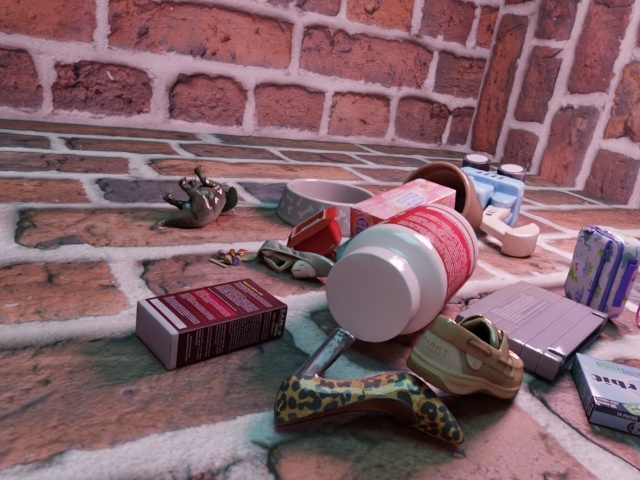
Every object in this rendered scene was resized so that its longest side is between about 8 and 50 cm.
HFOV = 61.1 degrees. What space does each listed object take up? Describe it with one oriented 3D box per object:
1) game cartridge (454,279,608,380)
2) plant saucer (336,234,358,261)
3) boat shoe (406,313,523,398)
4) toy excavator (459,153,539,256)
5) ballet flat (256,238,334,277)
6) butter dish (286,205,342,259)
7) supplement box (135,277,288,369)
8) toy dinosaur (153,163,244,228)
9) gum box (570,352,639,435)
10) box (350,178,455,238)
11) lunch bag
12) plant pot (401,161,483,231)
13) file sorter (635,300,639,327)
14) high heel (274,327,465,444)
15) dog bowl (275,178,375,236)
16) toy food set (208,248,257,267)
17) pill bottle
[{"bbox_3d":[0.471,0.185,1.208,0.230,0.068,0.355,20,21,38],"label":"game cartridge"},{"bbox_3d":[0.101,0.037,1.417,0.119,0.021,0.119,-16,47,17],"label":"plant saucer"},{"bbox_3d":[0.273,0.189,0.912,0.122,0.110,0.341,29,7,37],"label":"boat shoe"},{"bbox_3d":[0.617,-0.111,1.966,0.433,0.222,0.445,23,37,32],"label":"toy excavator"},{"bbox_3d":[-0.064,0.058,1.319,0.213,0.072,0.068,20,49,29],"label":"ballet flat"},{"bbox_3d":[0.000,0.000,1.432,0.160,0.118,0.160,-31,12,10],"label":"butter dish"},{"bbox_3d":[-0.193,0.142,0.980,0.239,0.073,0.130,-9,27,-41],"label":"supplement box"},{"bbox_3d":[-0.339,-0.109,1.545,0.160,0.121,0.313,44,38,-1],"label":"toy dinosaur"},{"bbox_3d":[0.558,0.284,0.988,0.157,0.041,0.184,14,19,11],"label":"gum box"},{"bbox_3d":[0.235,-0.054,1.534,0.300,0.154,0.142,-23,33,-37],"label":"box"},{"bbox_3d":[0.717,0.078,1.382,0.090,0.219,0.176,6,20,-9],"label":"lunch bag"},{"bbox_3d":[0.412,-0.098,1.764,0.263,0.263,0.229,28,7,42],"label":"plant pot"},{"bbox_3d":[0.944,0.165,1.276,0.291,0.202,0.182,9,18,-2],"label":"file sorter"},{"bbox_3d":[0.067,0.266,0.801,0.261,0.093,0.186,33,52,18],"label":"high heel"},{"bbox_3d":[0.030,-0.117,1.787,0.349,0.102,0.349,8,19,-3],"label":"dog bowl"},{"bbox_3d":[-0.215,0.036,1.352,0.078,0.019,0.122,21,22,29],"label":"toy food set"},{"bbox_3d":[0.180,0.061,1.154,0.229,0.229,0.408,19,21,24],"label":"pill bottle"}]
